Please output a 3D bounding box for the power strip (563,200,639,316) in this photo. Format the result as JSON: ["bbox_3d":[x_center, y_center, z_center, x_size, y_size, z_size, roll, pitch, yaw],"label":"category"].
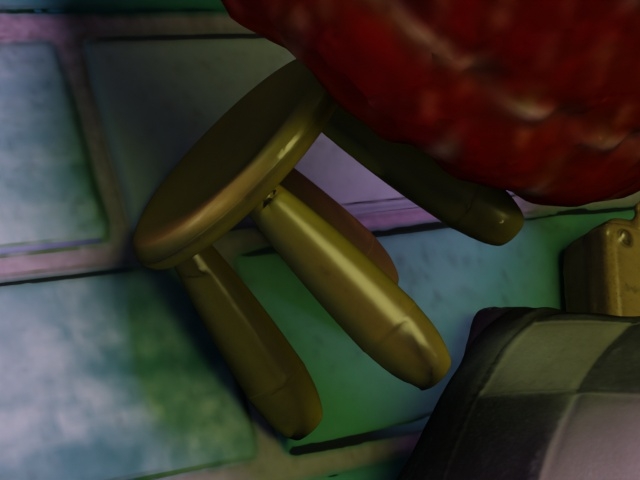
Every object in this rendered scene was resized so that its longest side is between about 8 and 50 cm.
[{"bbox_3d":[0.148,0.123,0.822,0.064,0.044,0.305,18,58,-31],"label":"power strip"}]

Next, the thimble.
[{"bbox_3d":[0.088,-0.192,0.728,0.350,0.230,0.350,35,30,-24],"label":"thimble"}]

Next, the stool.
[{"bbox_3d":[0.000,0.000,0.719,0.135,0.134,0.110,-44,107,4],"label":"stool"}]

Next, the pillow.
[{"bbox_3d":[0.134,0.095,0.704,0.186,0.249,0.106,-55,131,-38],"label":"pillow"}]
